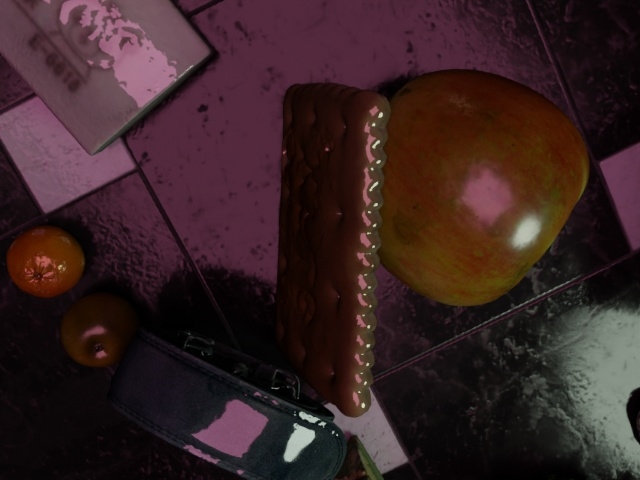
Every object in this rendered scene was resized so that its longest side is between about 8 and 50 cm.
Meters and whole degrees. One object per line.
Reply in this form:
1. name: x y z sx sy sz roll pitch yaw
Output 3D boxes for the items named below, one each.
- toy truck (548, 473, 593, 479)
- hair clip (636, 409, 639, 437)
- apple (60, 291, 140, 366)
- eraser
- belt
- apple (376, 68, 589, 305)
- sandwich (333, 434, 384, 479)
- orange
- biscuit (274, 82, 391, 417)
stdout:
1. toy truck: 0.336 0.363 0.915 0.259 0.128 0.135 17 75 -5
2. hair clip: 0.468 0.301 0.936 0.066 0.036 0.229 -26 96 -2
3. apple: -0.253 0.105 0.837 0.089 0.074 0.090 -7 121 -11
4. eraser: -0.261 -0.247 0.753 0.174 0.095 0.270 -38 100 8
5. belt: -0.095 0.177 0.781 0.267 0.206 0.116 24 83 12
6. apple: 0.148 -0.062 0.769 0.226 0.246 0.246 35 99 11
7. sandwich: 0.051 0.350 0.863 0.227 0.155 0.198 5 102 -4
8. orange: -0.309 0.023 0.818 0.083 0.070 0.083 -1 107 -4
9. biscuit: 0.000 0.000 0.761 0.044 0.217 0.325 -3 104 -22
